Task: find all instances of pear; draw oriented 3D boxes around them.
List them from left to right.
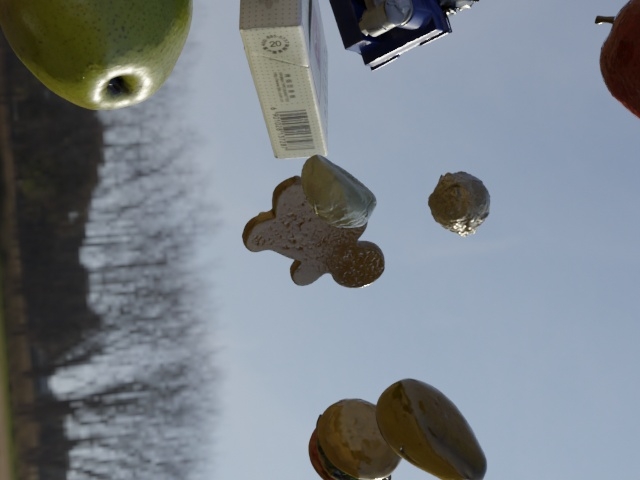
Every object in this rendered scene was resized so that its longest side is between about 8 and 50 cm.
[{"bbox_3d":[-0.215,-0.228,1.212,0.198,0.198,0.198,176,-90,-77],"label":"pear"}]

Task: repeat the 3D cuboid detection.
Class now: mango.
[{"bbox_3d":[0.166,0.291,1.866,0.195,0.137,0.098,48,-64,9],"label":"mango"}]

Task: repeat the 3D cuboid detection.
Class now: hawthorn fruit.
[{"bbox_3d":[0.480,-0.260,1.739,0.253,0.205,0.205,46,-34,30],"label":"hawthorn fruit"}]

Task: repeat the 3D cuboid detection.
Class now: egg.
[{"bbox_3d":[0.259,-0.070,2.340,0.140,0.116,0.118,109,-14,-83],"label":"egg"}]

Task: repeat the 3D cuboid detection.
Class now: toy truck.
[{"bbox_3d":[0.056,-0.306,1.384,0.161,0.177,0.213,-24,-100,32],"label":"toy truck"}]

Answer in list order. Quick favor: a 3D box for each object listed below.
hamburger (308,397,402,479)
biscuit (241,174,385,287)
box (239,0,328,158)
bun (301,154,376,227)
[{"bbox_3d":[0.059,0.347,2.110,0.115,0.162,0.162,117,-31,-45],"label":"hamburger"},{"bbox_3d":[0.000,-0.001,1.893,0.158,0.240,0.035,-43,-144,21],"label":"biscuit"},{"bbox_3d":[-0.050,-0.299,1.903,0.330,0.095,0.210,74,14,-59],"label":"box"},{"bbox_3d":[0.017,-0.061,1.670,0.069,0.115,0.115,-53,-158,7],"label":"bun"}]
